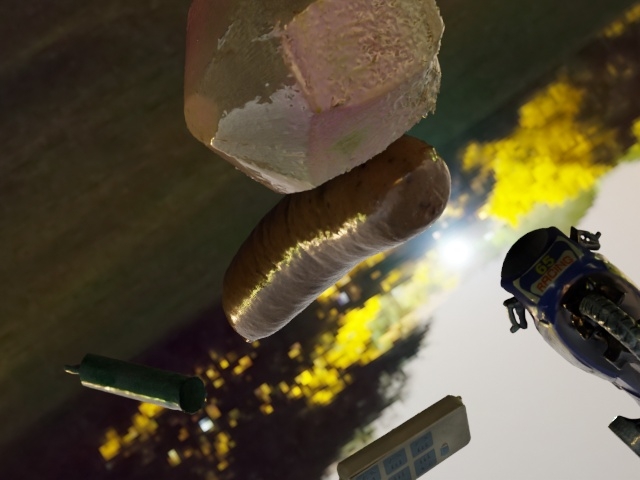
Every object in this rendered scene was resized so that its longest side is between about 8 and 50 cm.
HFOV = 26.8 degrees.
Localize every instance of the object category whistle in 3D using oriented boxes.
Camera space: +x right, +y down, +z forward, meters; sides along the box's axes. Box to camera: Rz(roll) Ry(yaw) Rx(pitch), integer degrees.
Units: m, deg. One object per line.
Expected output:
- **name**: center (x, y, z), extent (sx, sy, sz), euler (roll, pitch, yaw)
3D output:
- **whistle**: center (-0.189, 0.142, 1.351), extent (0.186, 0.039, 0.039), euler (6, -151, 43)

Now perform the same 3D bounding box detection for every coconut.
- **coconut**: center (-0.018, -0.163, 1.266), extent (0.245, 0.233, 0.233), euler (-37, -179, -23)

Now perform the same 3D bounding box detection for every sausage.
- **sausage**: center (-0.001, -0.003, 1.593), extent (0.123, 0.136, 0.501), euler (-3, 162, -29)

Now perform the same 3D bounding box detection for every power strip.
- **power strip**: center (0.102, 0.258, 1.620), extent (0.192, 0.081, 0.035), euler (-30, -137, -17)

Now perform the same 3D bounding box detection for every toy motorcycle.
- **toy motorcycle**: center (0.225, 0.072, 1.030), extent (0.113, 0.169, 0.315), euler (-48, 154, 2)
